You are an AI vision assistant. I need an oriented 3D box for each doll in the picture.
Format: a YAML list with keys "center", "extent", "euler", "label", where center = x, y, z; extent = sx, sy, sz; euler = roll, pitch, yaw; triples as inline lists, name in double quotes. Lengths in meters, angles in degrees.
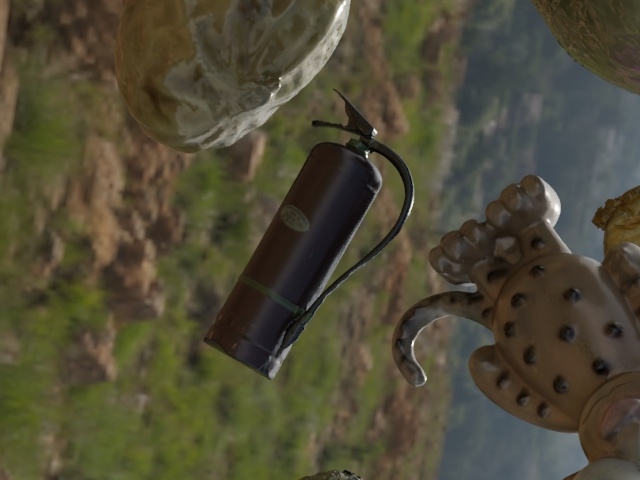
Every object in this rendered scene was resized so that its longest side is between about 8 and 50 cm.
- center: [0.160, 0.089, 0.850]
  extent: [0.154, 0.278, 0.119]
  euler: [-46, 148, 5]
  label: "doll"

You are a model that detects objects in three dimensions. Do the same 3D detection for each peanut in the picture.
- center: [-0.025, -0.201, 1.088]
  extent: [0.325, 0.153, 0.140]
  euler: [-49, 130, -14]
  label: "peanut"

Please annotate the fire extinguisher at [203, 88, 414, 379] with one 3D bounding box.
- center: [0.000, 0.000, 0.818]
  extent: [0.157, 0.078, 0.045]
  euler: [-60, 155, -6]
  label: "fire extinguisher"

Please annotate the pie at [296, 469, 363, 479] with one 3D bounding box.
- center: [-0.002, 0.269, 1.191]
  extent: [0.193, 0.079, 0.163]
  euler: [-31, 118, -17]
  label: "pie"

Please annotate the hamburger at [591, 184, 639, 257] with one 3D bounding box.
- center: [0.380, 0.004, 1.675]
  extent: [0.147, 0.138, 0.083]
  euler: [62, 8, -2]
  label: "hamburger"

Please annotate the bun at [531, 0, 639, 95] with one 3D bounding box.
- center: [0.208, -0.212, 0.838]
  extent: [0.273, 0.168, 0.272]
  euler: [-43, -142, 46]
  label: "bun"

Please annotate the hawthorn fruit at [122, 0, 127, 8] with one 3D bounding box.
- center: [-0.111, -0.321, 1.888]
  extent: [0.330, 0.287, 0.287]
  euler: [168, -68, -86]
  label: "hawthorn fruit"
